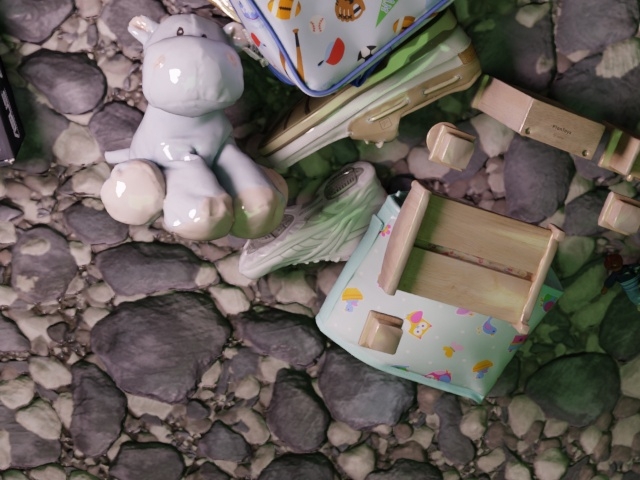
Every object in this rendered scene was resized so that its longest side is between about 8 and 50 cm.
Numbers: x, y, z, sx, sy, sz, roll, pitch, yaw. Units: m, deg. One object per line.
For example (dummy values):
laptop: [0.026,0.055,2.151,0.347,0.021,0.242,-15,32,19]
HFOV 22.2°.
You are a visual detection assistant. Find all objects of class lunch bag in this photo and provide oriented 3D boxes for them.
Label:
lunch bag: [0.148,0.067,2.166,0.262,0.160,0.223,22,117,-20]
lunch bag: [0.029,-0.319,1.918,0.303,0.115,0.243,-38,119,-9]

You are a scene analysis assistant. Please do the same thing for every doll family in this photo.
doll family: [0.468,0.032,2.200,0.193,0.076,0.111,-39,133,13]

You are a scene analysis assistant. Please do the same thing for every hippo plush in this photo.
hippo plush: [-0.134,-0.148,1.983,0.234,0.294,0.237,10,107,-8]

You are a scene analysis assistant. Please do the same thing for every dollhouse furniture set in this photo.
dollhouse furniture set: [0.230,-0.009,2.060,0.303,0.174,0.356,18,101,-17]

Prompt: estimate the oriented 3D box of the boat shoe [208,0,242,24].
boat shoe: [-0.103,-0.299,1.999,0.135,0.050,0.045,34,106,-1]

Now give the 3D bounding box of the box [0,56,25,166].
box: [-0.570,-0.256,1.995,0.318,0.097,0.395,-8,120,6]

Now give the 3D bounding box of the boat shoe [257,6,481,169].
boat shoe: [0.063,-0.168,2.055,0.302,0.113,0.103,-33,110,15]

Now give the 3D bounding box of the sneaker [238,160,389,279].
sneaker: [0.000,0.000,2.164,0.232,0.090,0.115,-31,119,16]
